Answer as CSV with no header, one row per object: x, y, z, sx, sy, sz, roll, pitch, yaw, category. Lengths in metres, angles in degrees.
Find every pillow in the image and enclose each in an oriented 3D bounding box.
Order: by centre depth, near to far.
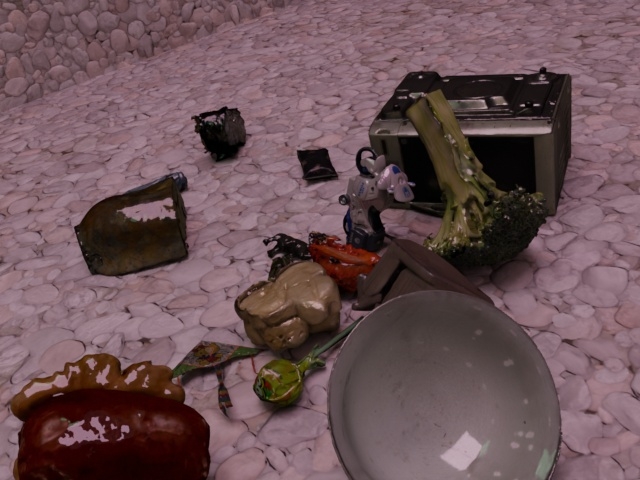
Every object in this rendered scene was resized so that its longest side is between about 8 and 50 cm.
-0.012,-0.202,1.826,0.090,0.048,0.150,-20,35,2,pillow

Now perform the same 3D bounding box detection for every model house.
0.158,0.107,1.194,0.188,0.122,0.229,-52,43,5,model house

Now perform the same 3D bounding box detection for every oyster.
-0.001,-0.002,1.526,0.054,0.019,0.083,-20,32,-13,oyster

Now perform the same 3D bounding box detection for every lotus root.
-0.461,-0.048,1.644,0.260,0.150,0.267,-14,28,-5,lotus root

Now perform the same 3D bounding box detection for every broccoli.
0.266,-0.110,1.345,0.221,0.252,0.362,-21,56,-10,broccoli

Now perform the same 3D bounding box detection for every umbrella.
-0.475,-0.122,1.850,0.250,0.053,0.052,-24,34,-20,umbrella

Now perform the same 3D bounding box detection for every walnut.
-0.297,0.284,0.982,0.268,0.222,0.244,-2,59,-17,walnut

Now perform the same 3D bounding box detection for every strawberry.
0.044,0.052,1.383,0.121,0.082,0.188,-4,16,-26,strawberry

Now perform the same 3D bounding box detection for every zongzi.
-0.046,0.072,1.399,0.119,0.055,0.109,3,31,2,zongzi

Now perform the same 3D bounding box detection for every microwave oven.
0.347,-0.234,1.565,0.393,0.247,0.333,4,36,25,microwave oven

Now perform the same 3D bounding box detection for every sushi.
-0.295,-0.317,2.039,0.114,0.147,0.212,-13,13,10,sushi

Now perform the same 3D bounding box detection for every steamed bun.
-0.044,0.131,1.253,0.177,0.106,0.192,-34,29,-25,steamed bun

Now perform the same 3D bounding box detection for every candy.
-0.008,0.198,1.182,0.077,0.073,0.262,35,45,27,candy

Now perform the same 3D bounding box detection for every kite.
-0.178,0.227,1.203,0.197,0.006,0.244,-12,22,-17,kite

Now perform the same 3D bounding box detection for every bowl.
0.149,0.236,0.940,0.313,0.146,0.314,4,70,-10,bowl

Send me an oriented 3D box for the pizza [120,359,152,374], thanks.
-0.379,0.293,1.168,0.181,0.034,0.262,17,42,38,pizza

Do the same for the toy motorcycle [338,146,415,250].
0.115,-0.074,1.428,0.150,0.221,0.102,28,31,31,toy motorcycle

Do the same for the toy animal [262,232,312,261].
-0.060,0.017,1.493,0.065,0.047,0.135,-25,27,-35,toy animal
